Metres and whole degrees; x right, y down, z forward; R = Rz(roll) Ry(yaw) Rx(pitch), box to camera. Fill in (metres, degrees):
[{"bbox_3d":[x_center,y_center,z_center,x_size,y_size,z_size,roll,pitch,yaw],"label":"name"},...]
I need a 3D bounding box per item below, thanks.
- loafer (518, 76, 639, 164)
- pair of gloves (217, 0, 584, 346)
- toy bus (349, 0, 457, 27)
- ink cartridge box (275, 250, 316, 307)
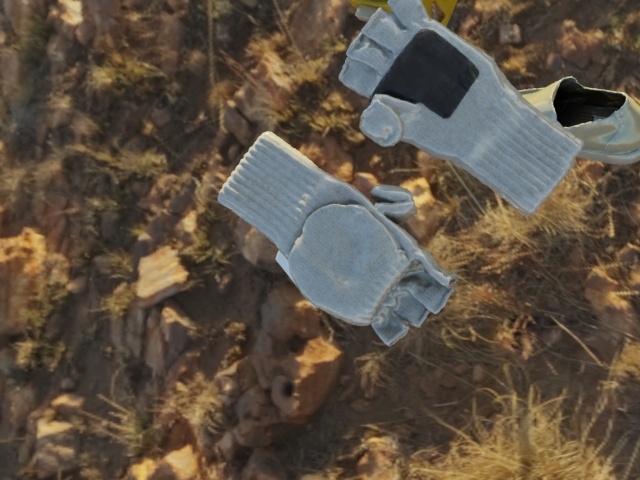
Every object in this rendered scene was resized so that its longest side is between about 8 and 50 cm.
[{"bbox_3d":[0.312,-0.172,1.088,0.268,0.092,0.102,11,56,36],"label":"loafer"},{"bbox_3d":[0.058,-0.053,0.639,0.204,0.042,0.240,45,95,8],"label":"pair of gloves"},{"bbox_3d":[0.078,-0.298,0.930,0.191,0.202,0.104,-167,99,-78],"label":"toy bus"},{"bbox_3d":[0.000,0.000,1.356,0.145,0.045,0.179,48,123,42],"label":"ink cartridge box"}]
